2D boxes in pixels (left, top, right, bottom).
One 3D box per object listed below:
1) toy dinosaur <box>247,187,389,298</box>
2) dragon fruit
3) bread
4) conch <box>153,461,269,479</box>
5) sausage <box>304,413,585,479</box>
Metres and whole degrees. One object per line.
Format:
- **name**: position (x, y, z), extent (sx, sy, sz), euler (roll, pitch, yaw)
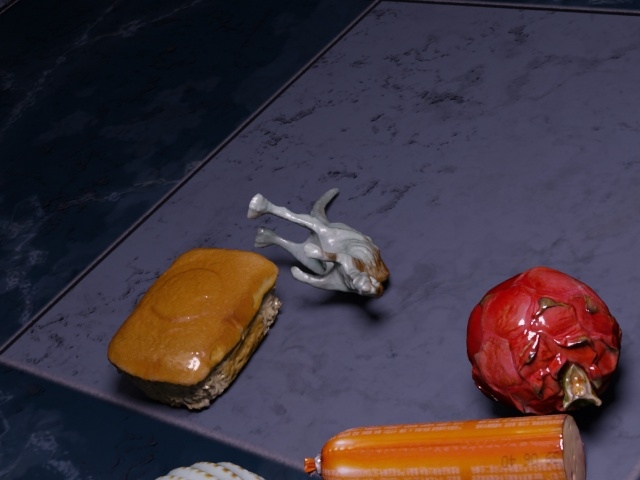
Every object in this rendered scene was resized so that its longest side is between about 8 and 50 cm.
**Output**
- **toy dinosaur**: position (0.000, 0.000, 1.947), extent (0.205, 0.092, 0.393), euler (19, 11, 1)
- **dragon fruit**: position (0.245, 0.116, 1.590), extent (0.172, 0.172, 0.209), euler (-24, 8, -2)
- **bread**: position (-0.161, 0.113, 1.886), extent (0.174, 0.121, 0.245), euler (4, 39, 36)
- **conch**: position (-0.101, 0.385, 1.392), extent (0.303, 0.215, 0.319), euler (17, 75, 46)
- **sausage**: position (0.126, 0.243, 1.560), extent (0.312, 0.093, 0.093), euler (-7, 36, 24)
